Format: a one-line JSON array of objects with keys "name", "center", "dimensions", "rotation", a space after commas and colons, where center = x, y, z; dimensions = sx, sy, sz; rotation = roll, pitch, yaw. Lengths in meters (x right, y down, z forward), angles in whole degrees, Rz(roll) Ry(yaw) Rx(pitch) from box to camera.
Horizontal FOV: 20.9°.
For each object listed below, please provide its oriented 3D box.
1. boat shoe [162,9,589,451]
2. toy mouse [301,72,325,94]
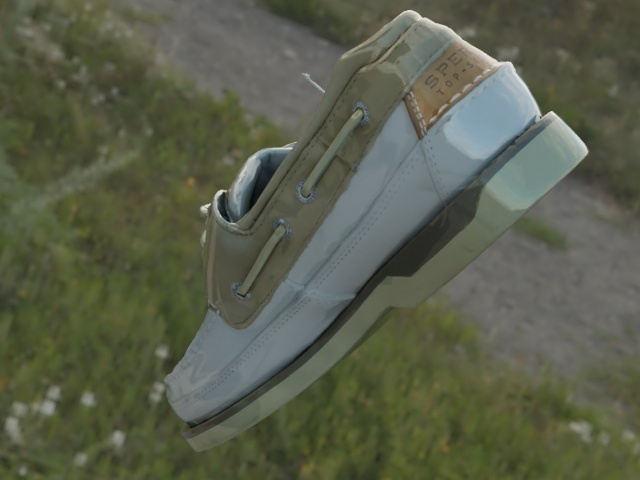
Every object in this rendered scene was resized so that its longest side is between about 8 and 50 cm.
[{"name": "boat shoe", "center": [0.000, 0.000, 0.829], "dimensions": [0.103, 0.302, 0.113], "rotation": [49, 44, 1]}, {"name": "toy mouse", "center": [0.074, -0.065, 1.294], "dimensions": [0.161, 0.031, 0.143], "rotation": [43, 25, 28]}]
